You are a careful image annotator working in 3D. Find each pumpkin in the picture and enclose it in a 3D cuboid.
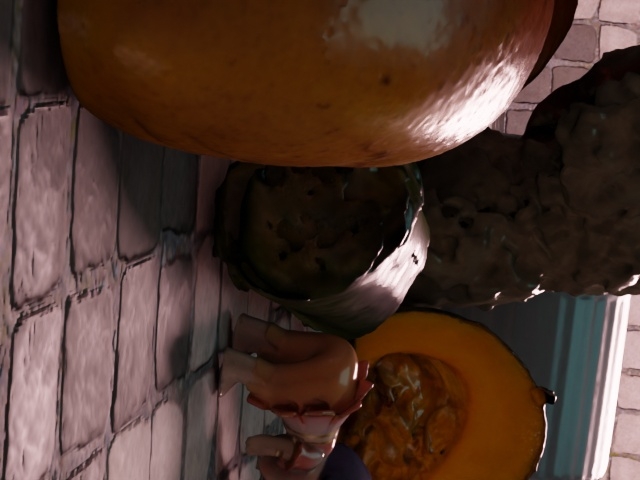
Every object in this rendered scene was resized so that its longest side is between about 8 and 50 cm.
[{"bbox_3d":[0.083,0.166,1.498,0.111,0.163,0.279,-81,-175,-69],"label":"pumpkin"}]

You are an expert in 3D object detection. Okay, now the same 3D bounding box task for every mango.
[{"bbox_3d":[-0.007,-0.123,0.891,0.201,0.199,0.350,66,24,0],"label":"mango"}]

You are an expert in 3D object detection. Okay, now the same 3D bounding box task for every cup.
[{"bbox_3d":[0.141,0.056,1.796,0.331,0.256,0.311,8,-87,57],"label":"cup"}]

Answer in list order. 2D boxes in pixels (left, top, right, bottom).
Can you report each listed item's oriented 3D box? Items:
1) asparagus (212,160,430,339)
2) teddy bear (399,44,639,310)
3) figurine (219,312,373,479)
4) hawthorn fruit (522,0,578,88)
[{"bbox_3d":[0.013,0.002,1.232,0.108,0.128,0.382,53,1,10],"label":"asparagus"},{"bbox_3d":[0.184,-0.049,1.470,0.357,0.367,0.225,96,-15,-74],"label":"teddy bear"},{"bbox_3d":[-0.011,0.149,1.202,0.111,0.102,0.195,-65,159,-58],"label":"figurine"},{"bbox_3d":[0.090,-0.186,1.371,0.215,0.215,0.250,81,14,-55],"label":"hawthorn fruit"}]
